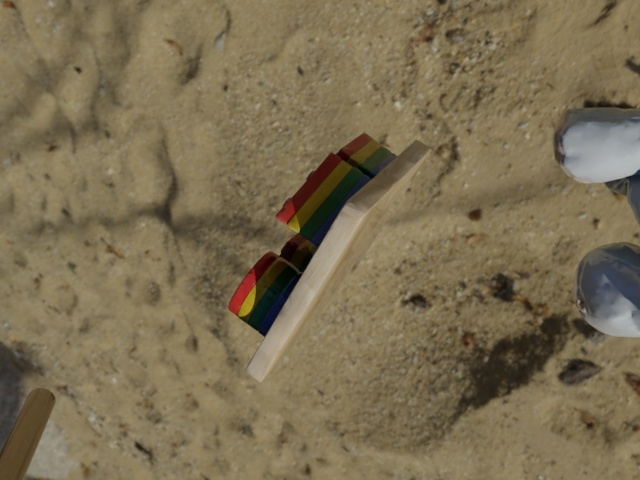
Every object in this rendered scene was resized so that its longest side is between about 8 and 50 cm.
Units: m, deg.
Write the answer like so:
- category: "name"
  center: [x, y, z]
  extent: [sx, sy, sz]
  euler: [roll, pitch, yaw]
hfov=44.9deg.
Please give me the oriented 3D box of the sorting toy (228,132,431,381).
- category: "sorting toy"
  center: [0.000, 0.000, 0.925]
  extent: [0.089, 0.255, 0.257]
  euler: [35, 121, 7]

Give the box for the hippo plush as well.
- category: "hippo plush"
  center: [0.369, -0.008, 0.746]
  extent: [0.294, 0.234, 0.236]
  euler: [7, 99, 49]

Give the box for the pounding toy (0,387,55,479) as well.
- category: "pounding toy"
  center: [-0.188, 0.071, 0.277]
  extent: [0.206, 0.094, 0.181]
  euler: [54, -173, 24]
